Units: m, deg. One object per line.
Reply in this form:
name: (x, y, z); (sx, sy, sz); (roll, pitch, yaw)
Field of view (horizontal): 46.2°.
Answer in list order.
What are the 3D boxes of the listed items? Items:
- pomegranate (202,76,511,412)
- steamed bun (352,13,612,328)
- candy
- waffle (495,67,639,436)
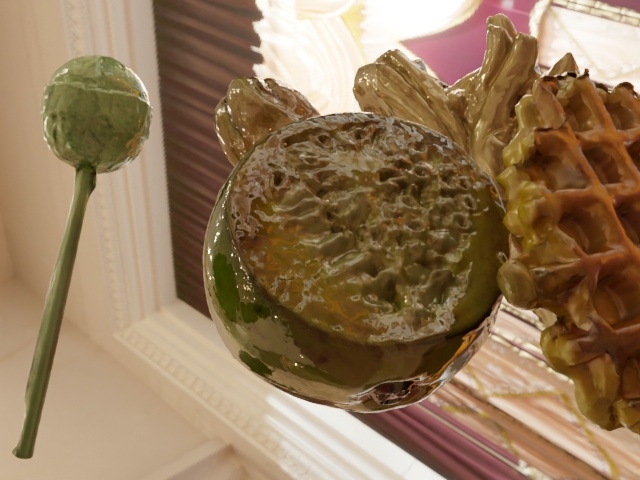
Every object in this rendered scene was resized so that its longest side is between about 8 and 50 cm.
pomegranate: (-0.004, 0.011, 0.499); (0.190, 0.241, 0.159); (-51, -9, -35)
steamed bun: (0.225, -0.106, 0.884); (0.189, 0.428, 0.247); (-38, -11, -3)
candy: (-0.271, 0.014, 0.810); (0.119, 0.119, 0.440); (19, -101, -57)
waffle: (0.200, 0.011, 0.434); (0.059, 0.237, 0.243); (-46, 16, 54)
